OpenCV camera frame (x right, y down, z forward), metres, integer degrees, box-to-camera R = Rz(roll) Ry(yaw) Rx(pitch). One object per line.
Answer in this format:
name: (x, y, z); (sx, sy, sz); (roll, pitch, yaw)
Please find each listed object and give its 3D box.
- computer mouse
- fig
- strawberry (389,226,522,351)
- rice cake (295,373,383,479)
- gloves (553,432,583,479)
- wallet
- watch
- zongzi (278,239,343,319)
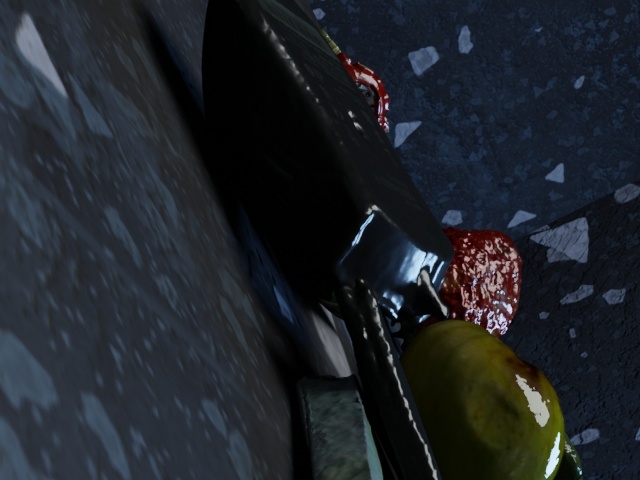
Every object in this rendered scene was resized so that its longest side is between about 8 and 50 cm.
computer mouse: (-0.007, -0.049, 0.783); (0.264, 0.088, 0.147); (59, 18, 24)
fig: (0.112, 0.129, 0.924); (0.136, 0.120, 0.153); (53, 11, -34)
strawberry: (0.131, 0.050, 1.273); (0.131, 0.148, 0.131); (61, 8, -15)
rice cake: (0.012, 0.114, 0.571); (0.211, 0.034, 0.043); (-97, 168, -73)
gloves: (0.197, 0.212, 1.337); (0.107, 0.135, 0.268); (8, 39, -29)
wallet: (0.049, 0.118, 0.739); (0.244, 0.025, 0.124); (75, -5, -66)
watch: (-0.002, -0.198, 1.539); (0.165, 0.102, 0.268); (56, 1, -38)
zongzi: (0.000, 0.000, 0.887); (0.109, 0.055, 0.119); (63, -5, 18)
